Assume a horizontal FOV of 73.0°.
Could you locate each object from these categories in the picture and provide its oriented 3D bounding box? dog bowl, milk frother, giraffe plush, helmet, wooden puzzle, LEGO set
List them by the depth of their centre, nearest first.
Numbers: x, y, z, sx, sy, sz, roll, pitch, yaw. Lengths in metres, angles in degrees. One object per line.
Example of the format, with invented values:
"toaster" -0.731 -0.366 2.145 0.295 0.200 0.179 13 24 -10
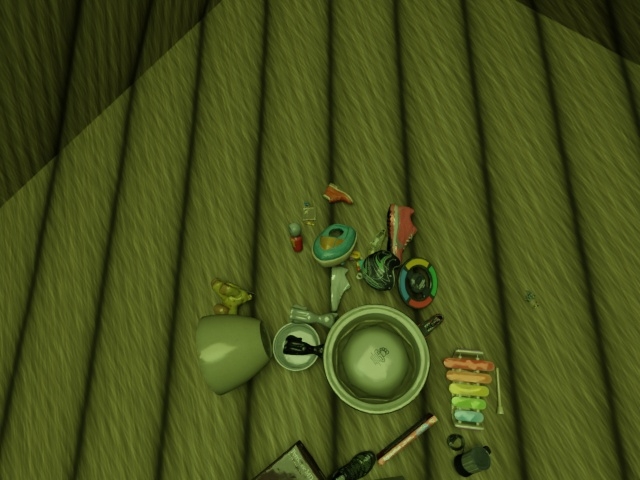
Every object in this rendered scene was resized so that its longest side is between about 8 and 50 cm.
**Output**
"milk frother" 0.577 0.830 1.698 0.143 0.135 0.129 39 49 12
"dog bowl" 0.215 0.466 1.706 0.408 0.150 0.408 -2 69 5
"helmet" 0.261 0.137 1.899 0.169 0.169 0.161 33 49 14
"LEGO set" 0.931 0.256 1.902 0.054 0.023 0.083 -39 73 -7
"giraffe plush" -0.421 0.288 1.972 0.210 0.181 0.170 26 86 -23
"wooden puzzle" -0.056 -0.129 2.125 0.078 0.014 0.116 5 73 2

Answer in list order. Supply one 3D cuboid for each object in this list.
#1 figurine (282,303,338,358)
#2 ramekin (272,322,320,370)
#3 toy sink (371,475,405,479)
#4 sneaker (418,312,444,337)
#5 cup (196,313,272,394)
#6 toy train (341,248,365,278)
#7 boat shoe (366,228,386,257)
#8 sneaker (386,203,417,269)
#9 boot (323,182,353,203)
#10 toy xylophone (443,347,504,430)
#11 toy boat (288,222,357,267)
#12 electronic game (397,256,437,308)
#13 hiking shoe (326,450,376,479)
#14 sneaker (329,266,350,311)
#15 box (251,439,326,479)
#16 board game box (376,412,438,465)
"figurine" -0.035 0.386 1.817 0.209 0.092 0.215 10 73 0
"ramekin" -0.097 0.465 1.893 0.207 0.109 0.207 -2 73 5
"toy sink" 0.226 1.022 1.674 0.234 0.131 0.153 -9 71 3
"sneaker" 0.475 0.369 1.889 0.158 0.065 0.061 -41 73 -8
"cup" -0.337 0.445 1.801 0.237 0.331 0.331 -16 72 2
"toy train" 0.147 0.109 2.008 0.166 0.046 0.125 39 69 18
"boat shoe" 0.262 0.014 2.030 0.056 0.048 0.153 32 78 14
"sneaker" 0.380 -0.022 1.997 0.136 0.116 0.314 2 74 2
"boot" 0.087 -0.208 2.116 0.158 0.059 0.085 33 82 23
"toy xylophone" 0.638 0.611 1.790 0.236 0.081 0.323 -4 73 4
"toy boat" 0.000 0.000 1.980 0.318 0.148 0.267 7 39 21
"electronic game" 0.429 0.187 1.907 0.229 0.048 0.229 3 85 -30
"hiking shoe" 0.126 0.927 1.722 0.227 0.114 0.086 -34 73 -5
"sneaker" 0.090 0.220 1.973 0.094 0.080 0.212 6 72 -5
"box" -0.183 1.004 1.718 0.381 0.143 0.191 -38 73 -8
"board game box" 0.342 0.790 1.729 0.281 0.145 0.027 -36 73 -6
